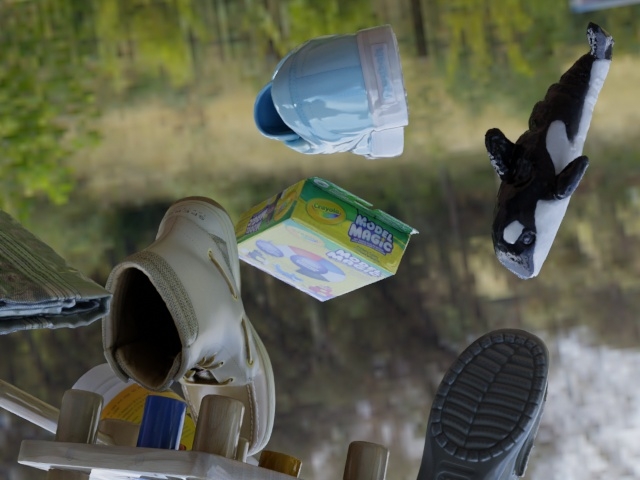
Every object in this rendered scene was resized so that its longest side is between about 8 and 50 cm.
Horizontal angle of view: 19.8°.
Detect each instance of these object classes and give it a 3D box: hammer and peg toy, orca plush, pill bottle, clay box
[{"bbox_3d":[-0.137,0.217,1.635,0.361,0.127,0.266,-2,162,44],"label":"hammer and peg toy"},{"bbox_3d":[0.236,-0.109,2.014,0.102,0.287,0.151,22,-174,-7],"label":"orca plush"},{"bbox_3d":[-0.168,0.219,1.896,0.215,0.117,0.117,36,-157,29],"label":"pill bottle"},{"bbox_3d":[0.000,0.000,1.899,0.127,0.053,0.222,28,161,-15],"label":"clay box"}]

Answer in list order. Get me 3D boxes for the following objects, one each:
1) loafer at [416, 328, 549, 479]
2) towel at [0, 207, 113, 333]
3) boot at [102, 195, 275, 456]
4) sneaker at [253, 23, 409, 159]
[{"bbox_3d":[0.137,0.198,1.647,0.094,0.251,0.087,22,170,19],"label":"loafer"},{"bbox_3d":[-0.358,-0.015,1.394,0.324,0.056,0.312,34,-164,26],"label":"towel"},{"bbox_3d":[-0.120,0.110,1.683,0.095,0.262,0.203,-4,-163,15],"label":"boot"},{"bbox_3d":[0.006,-0.148,1.854,0.150,0.135,0.366,-8,174,0],"label":"sneaker"}]
